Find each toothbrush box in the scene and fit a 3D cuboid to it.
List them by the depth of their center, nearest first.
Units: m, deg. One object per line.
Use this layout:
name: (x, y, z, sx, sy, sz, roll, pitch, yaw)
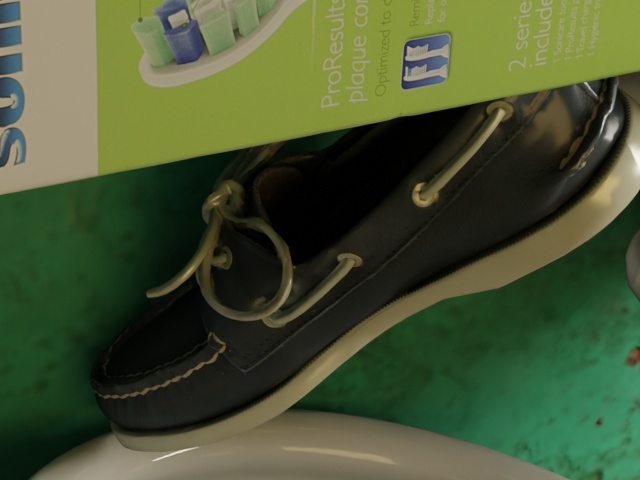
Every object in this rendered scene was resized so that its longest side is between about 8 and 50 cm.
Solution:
toothbrush box: (-0.034, -0.125, 0.615, 0.283, 0.206, 0.122, -12, 121, -27)

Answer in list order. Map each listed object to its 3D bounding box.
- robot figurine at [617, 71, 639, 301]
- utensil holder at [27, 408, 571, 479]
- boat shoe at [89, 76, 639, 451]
robot figurine: (0.227, -0.072, 0.807, 0.353, 0.199, 0.300, 42, 79, -39)
utensil holder: (-0.006, 0.314, 0.792, 0.327, 0.327, 0.385, 0, 116, -32)
boat shoe: (0.000, 0.000, 0.733, 0.254, 0.095, 0.079, -28, 122, 33)
